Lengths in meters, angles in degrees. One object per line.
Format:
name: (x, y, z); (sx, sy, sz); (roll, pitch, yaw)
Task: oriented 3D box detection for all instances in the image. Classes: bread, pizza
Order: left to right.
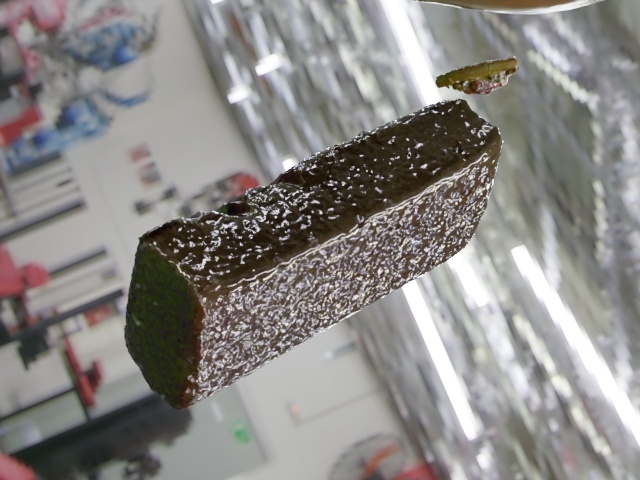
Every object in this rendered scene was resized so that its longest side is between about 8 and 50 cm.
bread: (0.000, 0.000, 1.585); (0.113, 0.417, 0.165); (42, -42, 25)
pizza: (0.157, -0.148, 1.576); (0.078, 0.083, 0.025); (10, 69, -59)

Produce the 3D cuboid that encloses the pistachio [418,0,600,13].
pistachio: (0.110, -0.228, 1.074); (0.213, 0.261, 0.162); (-50, 139, -64)
